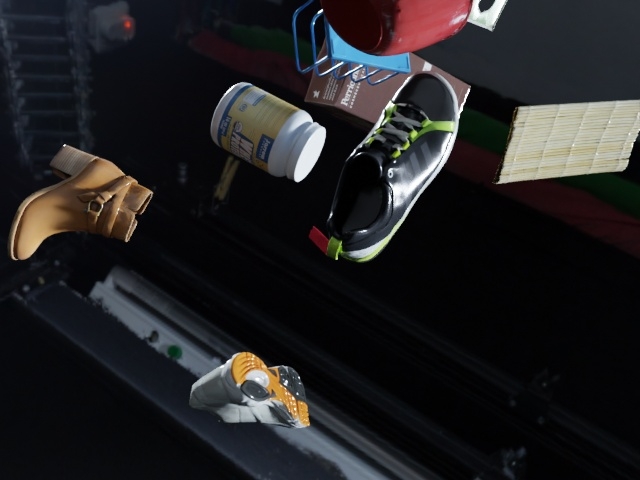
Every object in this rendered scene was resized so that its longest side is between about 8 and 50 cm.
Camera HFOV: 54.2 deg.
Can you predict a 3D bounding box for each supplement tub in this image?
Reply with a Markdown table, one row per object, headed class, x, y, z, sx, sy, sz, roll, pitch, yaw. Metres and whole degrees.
| class | x | y | z | sx | sy | sz | roll | pitch | yaw |
| --- | --- | --- | --- | --- | --- | --- | --- | --- | --- |
| supplement tub | -0.105 | -0.219 | 1.275 | 0.199 | 0.144 | 0.144 | 29 | -140 | 12 |

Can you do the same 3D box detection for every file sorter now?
| class | x | y | z | sx | sy | sz | roll | pitch | yaw |
| --- | --- | --- | --- | --- | --- | --- | --- | --- | --- |
| file sorter | 0.050 | -0.335 | 1.054 | 0.170 | 0.104 | 0.118 | -1 | -98 | -38 |

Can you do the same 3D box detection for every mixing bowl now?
| class | x | y | z | sx | sy | sz | roll | pitch | yaw |
| --- | --- | --- | --- | --- | --- | --- | --- | --- | --- |
| mixing bowl | 0.064 | -0.271 | 0.680 | 0.181 | 0.181 | 0.098 | 35 | -112 | 25 |

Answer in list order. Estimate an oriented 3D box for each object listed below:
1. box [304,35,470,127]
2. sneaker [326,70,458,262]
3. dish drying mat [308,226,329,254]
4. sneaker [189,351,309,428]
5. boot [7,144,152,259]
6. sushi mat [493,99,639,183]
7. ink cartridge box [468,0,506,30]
| class | x | y | z | sx | sy | sz | roll | pitch | yaw |
| --- | --- | --- | --- | --- | --- | --- | --- | --- | --- |
| box | 0.170 | -0.357 | 1.510 | 0.381 | 0.191 | 0.143 | 15 | -173 | -35 |
| sneaker | 0.076 | -0.080 | 0.653 | 0.084 | 0.235 | 0.097 | 23 | 174 | 19 |
| dish drying mat | 0.000 | 0.000 | 1.534 | 0.008 | 0.032 | 0.083 | 16 | -159 | -44 |
| sneaker | -0.114 | 0.260 | 1.034 | 0.121 | 0.262 | 0.099 | -24 | -127 | 17 |
| boot | -0.360 | -0.032 | 0.940 | 0.152 | 0.073 | 0.197 | 28 | -97 | -5 |
| sushi mat | 0.470 | -0.183 | 1.155 | 0.316 | 0.151 | 0.019 | -8 | -146 | -21 |
| ink cartridge box | 0.281 | -0.393 | 0.831 | 0.056 | 0.235 | 0.171 | 18 | -157 | -9 |
